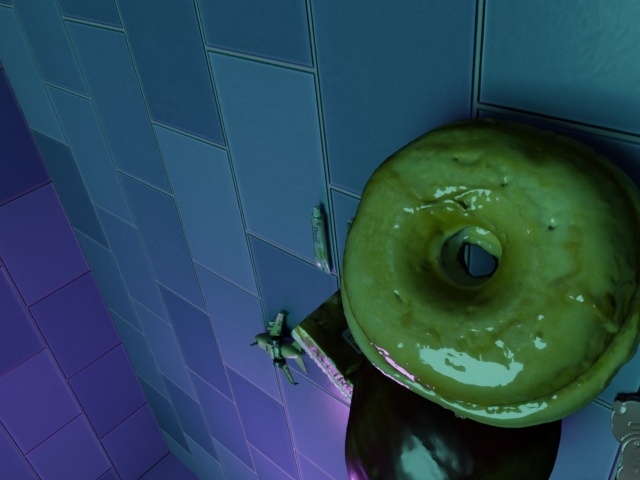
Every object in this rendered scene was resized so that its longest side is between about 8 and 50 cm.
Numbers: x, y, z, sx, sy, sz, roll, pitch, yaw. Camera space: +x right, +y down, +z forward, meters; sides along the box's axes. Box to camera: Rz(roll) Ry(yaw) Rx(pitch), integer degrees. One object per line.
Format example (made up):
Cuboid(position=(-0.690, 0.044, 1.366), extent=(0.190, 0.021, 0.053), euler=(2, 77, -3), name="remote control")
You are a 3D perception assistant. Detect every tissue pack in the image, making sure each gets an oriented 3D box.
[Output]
Cuboid(position=(0.068, 0.237, 1.309), extent=(0.226, 0.183, 0.092), euler=(48, 145, 8), name="tissue pack")

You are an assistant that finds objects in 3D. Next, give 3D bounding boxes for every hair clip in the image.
Cuboid(position=(0.524, 0.333, 0.929), extent=(0.138, 0.102, 0.123), euler=(55, 143, -2), name="hair clip")

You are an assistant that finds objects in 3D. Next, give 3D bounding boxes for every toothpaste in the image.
Cuboid(position=(0.000, 0.000, 1.320), extent=(0.048, 0.029, 0.197), euler=(28, 141, 33), name="toothpaste")

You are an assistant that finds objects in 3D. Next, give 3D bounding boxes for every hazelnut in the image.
Cuboid(position=(0.241, 0.342, 1.056), extent=(0.402, 0.402, 0.430), euler=(31, 132, 29), name="hazelnut")

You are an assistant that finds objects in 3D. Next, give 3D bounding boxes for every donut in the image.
Cuboid(position=(0.225, 0.037, 0.811), extent=(0.448, 0.198, 0.450), euler=(-7, 76, 32), name="donut")

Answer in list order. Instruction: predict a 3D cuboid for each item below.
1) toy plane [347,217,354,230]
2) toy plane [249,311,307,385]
Cuboid(position=(0.109, 0.023, 1.178), extent=(0.162, 0.065, 0.171), euler=(-16, 105, 55), name="toy plane")
Cuboid(position=(-0.124, 0.313, 1.689), extent=(0.244, 0.092, 0.229), euler=(5, 108, 44), name="toy plane")
